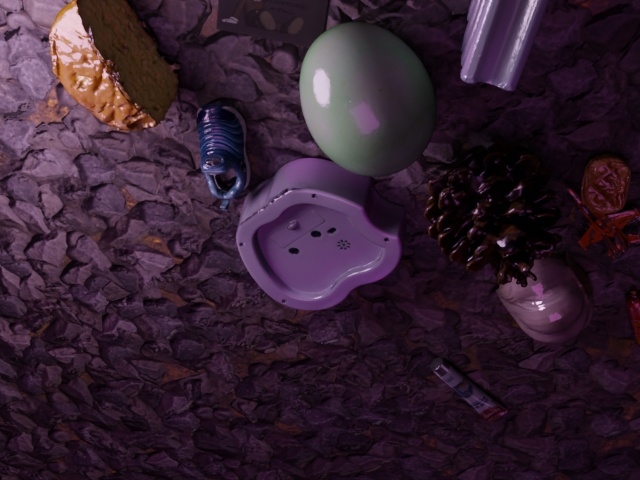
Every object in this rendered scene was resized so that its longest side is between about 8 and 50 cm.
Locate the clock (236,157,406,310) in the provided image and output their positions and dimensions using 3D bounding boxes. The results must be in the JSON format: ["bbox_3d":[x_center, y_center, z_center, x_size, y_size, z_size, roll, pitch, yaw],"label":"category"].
[{"bbox_3d":[0.000,0.000,1.821,0.338,0.102,0.338,5,132,6],"label":"clock"}]

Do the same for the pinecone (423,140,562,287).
[{"bbox_3d":[0.324,-0.043,1.638,0.257,0.243,0.243,44,132,15],"label":"pinecone"}]

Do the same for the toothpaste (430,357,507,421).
[{"bbox_3d":[0.343,0.349,2.105,0.062,0.039,0.239,-36,119,26],"label":"toothpaste"}]

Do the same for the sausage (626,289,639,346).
[{"bbox_3d":[0.662,0.157,1.872,0.050,0.048,0.145,21,145,47],"label":"sausage"}]

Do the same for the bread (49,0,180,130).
[{"bbox_3d":[-0.377,-0.314,1.588,0.147,0.160,0.260,-13,131,31],"label":"bread"}]

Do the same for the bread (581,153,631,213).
[{"bbox_3d":[0.519,-0.103,1.651,0.083,0.044,0.110,6,104,8],"label":"bread"}]

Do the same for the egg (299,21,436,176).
[{"bbox_3d":[0.079,-0.235,1.520,0.220,0.220,0.269,-13,121,21],"label":"egg"}]

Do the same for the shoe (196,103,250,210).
[{"bbox_3d":[-0.185,-0.161,1.713,0.091,0.106,0.207,-2,125,10],"label":"shoe"}]

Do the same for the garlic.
[{"bbox_3d":[0.459,0.134,1.830,0.178,0.143,0.229,-29,129,29],"label":"garlic"}]

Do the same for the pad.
[{"bbox_3d":[-0.082,-0.400,1.552,0.190,0.004,0.127,11,132,1],"label":"pad"}]

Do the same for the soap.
[{"bbox_3d":[0.296,-0.394,1.373,0.095,0.173,0.289,12,131,-1],"label":"soap"}]

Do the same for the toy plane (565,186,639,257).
[{"bbox_3d":[0.528,-0.045,1.720,0.188,0.062,0.135,47,124,-10],"label":"toy plane"}]
